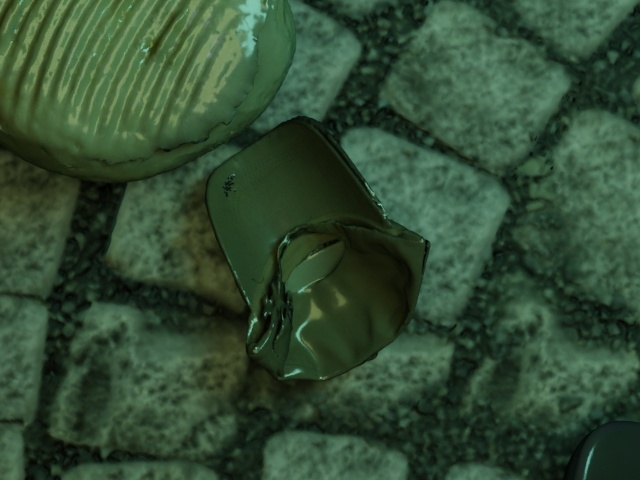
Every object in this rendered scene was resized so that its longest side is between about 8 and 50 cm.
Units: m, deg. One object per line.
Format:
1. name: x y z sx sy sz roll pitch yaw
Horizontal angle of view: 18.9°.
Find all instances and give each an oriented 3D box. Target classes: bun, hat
1. bun: -0.136 -0.153 1.305 0.239 0.141 0.239 -1 85 6
2. hat: 0.000 0.000 1.363 0.147 0.085 0.175 -28 70 9

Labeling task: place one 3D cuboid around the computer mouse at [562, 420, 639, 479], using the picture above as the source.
1. computer mouse: 0.202 0.243 1.366 0.120 0.057 0.232 17 90 -33
